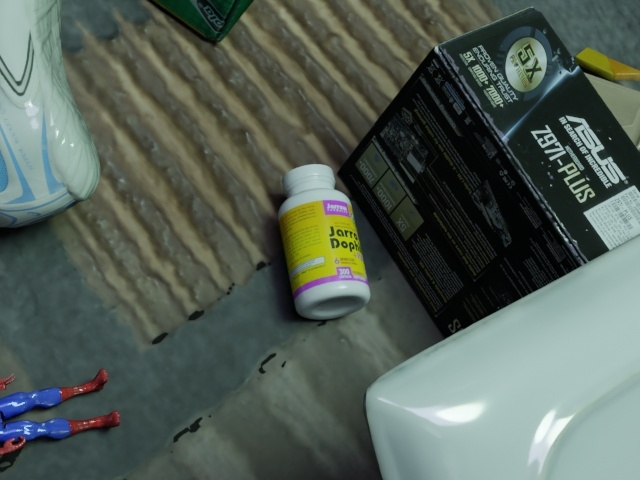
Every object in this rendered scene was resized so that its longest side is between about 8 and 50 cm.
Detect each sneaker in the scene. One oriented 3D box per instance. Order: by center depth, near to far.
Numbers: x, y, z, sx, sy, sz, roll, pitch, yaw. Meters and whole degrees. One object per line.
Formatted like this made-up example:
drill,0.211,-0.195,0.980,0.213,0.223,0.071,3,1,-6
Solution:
sneaker,-0.179,-0.115,0.753,0.086,0.085,0.237,-14,62,0

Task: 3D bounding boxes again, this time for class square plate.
square plate,0.206,0.157,0.695,0.347,0.049,0.344,-26,106,-30

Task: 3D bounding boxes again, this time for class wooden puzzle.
wooden puzzle,0.181,-0.085,0.904,0.079,0.014,0.116,23,45,21

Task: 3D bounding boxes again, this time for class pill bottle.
pill bottle,0.000,0.000,0.787,0.043,0.043,0.083,-2,66,-23

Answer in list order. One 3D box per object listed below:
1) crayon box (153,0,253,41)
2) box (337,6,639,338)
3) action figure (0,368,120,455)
crayon box,-0.125,-0.271,0.850,0.278,0.081,0.165,35,57,-2
box,0.110,-0.012,0.777,0.078,0.147,0.180,-26,76,-31
action figure,-0.159,0.089,0.687,0.115,0.030,0.038,-11,75,-25
